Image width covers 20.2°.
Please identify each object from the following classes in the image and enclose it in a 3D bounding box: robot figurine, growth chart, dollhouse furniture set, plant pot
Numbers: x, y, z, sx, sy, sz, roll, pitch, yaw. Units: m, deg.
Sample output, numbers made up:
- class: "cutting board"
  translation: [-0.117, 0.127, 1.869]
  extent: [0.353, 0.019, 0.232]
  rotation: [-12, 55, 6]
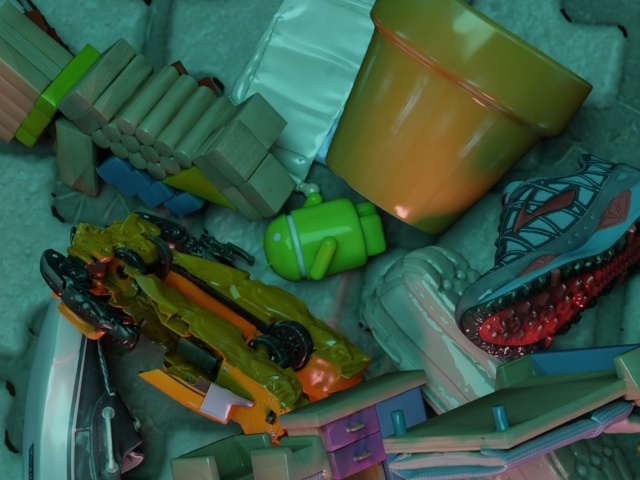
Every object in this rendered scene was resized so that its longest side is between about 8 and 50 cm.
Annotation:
- class: "robot figurine"
  translation: [0.000, 0.000, 1.644]
  extent: [0.115, 0.067, 0.101]
  rotation: [-14, 33, -3]
- class: "growth chart"
  translation: [0.002, -0.155, 1.714]
  extent: [0.172, 0.021, 0.237]
  rotation: [32, 84, 17]
- class: "dollhouse furniture set"
  translation: [0.103, 0.216, 1.379]
  extent: [0.303, 0.286, 0.198]
  rotation: [-11, 95, 46]
- class: "robot figurine"
  translation: [-0.113, 0.074, 1.598]
  extent: [0.291, 0.211, 0.085]
  rotation: [31, 119, 21]
- class: "plant pot"
  translation: [0.107, -0.114, 1.603]
  extent: [0.205, 0.205, 0.188]
  rotation: [36, 100, 17]

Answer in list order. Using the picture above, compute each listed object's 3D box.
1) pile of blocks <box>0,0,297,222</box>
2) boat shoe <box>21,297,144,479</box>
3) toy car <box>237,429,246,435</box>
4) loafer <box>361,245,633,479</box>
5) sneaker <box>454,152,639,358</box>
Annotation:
- class: "pile of blocks"
  translation: [-0.177, -0.120, 1.701]
  extent: [0.362, 0.149, 0.112]
  rotation: [25, 52, 13]
- class: "boat shoe"
  translation: [-0.211, 0.184, 1.631]
  extent: [0.102, 0.108, 0.301]
  rotation: [8, 61, -19]
- class: "toy car"
  translation: [-0.026, 0.296, 1.584]
  extent: [0.225, 0.053, 0.239]
  rotation: [31, 84, 17]
- class: "loafer"
  translation: [0.157, 0.151, 1.571]
  extent: [0.319, 0.112, 0.111]
  rotation: [54, 127, 14]
- class: "sneaker"
  translation: [0.193, 0.008, 1.567]
  extent: [0.125, 0.104, 0.262]
  rotation: [36, 49, 29]
